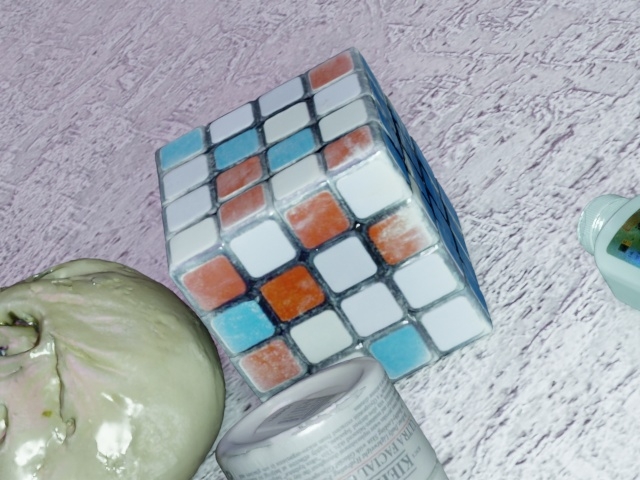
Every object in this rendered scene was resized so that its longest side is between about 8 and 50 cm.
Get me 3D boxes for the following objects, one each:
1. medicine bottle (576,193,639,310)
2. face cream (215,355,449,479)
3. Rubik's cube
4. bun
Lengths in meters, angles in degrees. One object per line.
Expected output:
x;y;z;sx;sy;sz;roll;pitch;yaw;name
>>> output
0.334;0.013;1.869;0.121;0.083;0.229;-43;32;-11;medicine bottle
0.012;0.209;1.774;0.177;0.153;0.177;-29;10;6;face cream
0.000;-0.001;2.037;0.253;0.256;0.259;-27;30;11;Rubik's cube
-0.263;0.170;2.076;0.326;0.234;0.362;-16;40;18;bun
